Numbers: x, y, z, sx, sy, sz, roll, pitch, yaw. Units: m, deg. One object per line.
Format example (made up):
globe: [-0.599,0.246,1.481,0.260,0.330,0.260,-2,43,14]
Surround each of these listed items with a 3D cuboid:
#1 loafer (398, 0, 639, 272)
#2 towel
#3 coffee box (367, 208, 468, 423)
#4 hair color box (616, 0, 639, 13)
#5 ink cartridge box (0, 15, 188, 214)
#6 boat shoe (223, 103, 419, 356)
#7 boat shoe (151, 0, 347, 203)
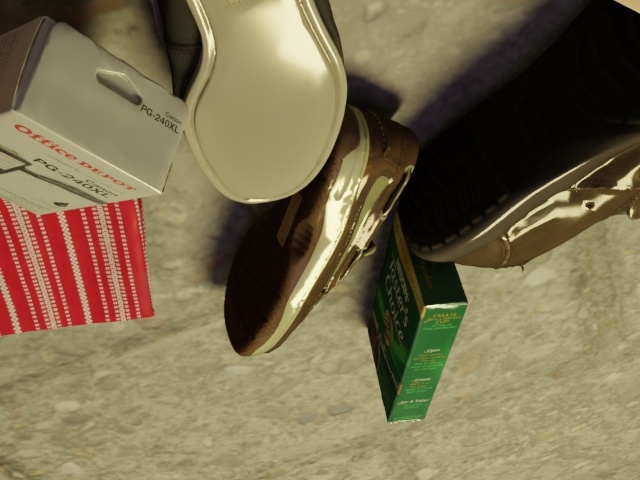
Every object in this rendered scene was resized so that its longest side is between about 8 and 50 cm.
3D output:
loafer: [0.225,-0.092,0.701,0.130,0.134,0.366,22,138,-41]
towel: [-0.274,0.020,0.735,0.274,0.031,0.199,-7,141,-11]
coffee box: [0.082,0.070,0.845,0.040,0.113,0.184,-2,140,-11]
hair color box: [0.210,-0.292,0.464,0.185,0.110,0.339,13,135,-32]
ink cartridge box: [-0.173,-0.070,0.582,0.150,0.063,0.109,-5,153,44]
boat shoe: [0.003,0.006,0.760,0.095,0.095,0.257,3,138,-29]
boat shoe: [-0.049,-0.153,0.570,0.112,0.095,0.335,-11,146,-1]
